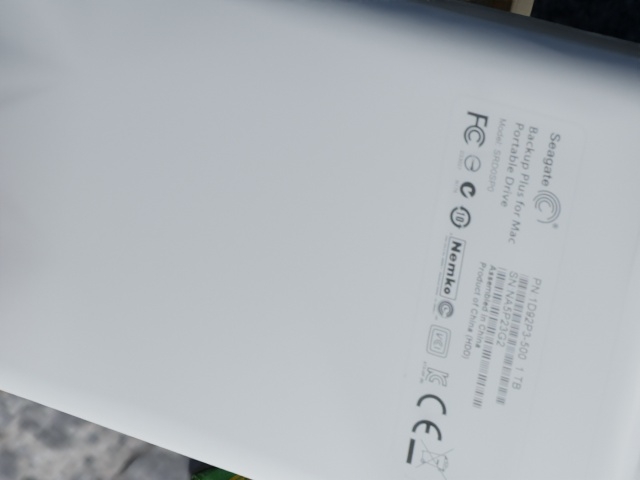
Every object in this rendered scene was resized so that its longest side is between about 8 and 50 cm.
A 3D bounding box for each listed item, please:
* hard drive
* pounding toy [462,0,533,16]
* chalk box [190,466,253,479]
[{"bbox_3d":[0.000,0.000,0.719,0.040,0.308,0.203,-28,131,-60],"label":"hard drive"},{"bbox_3d":[0.003,-0.080,0.807,0.130,0.100,0.141,17,86,-24],"label":"pounding toy"},{"bbox_3d":[0.069,0.151,0.860,0.213,0.132,0.132,-16,107,-18],"label":"chalk box"}]
